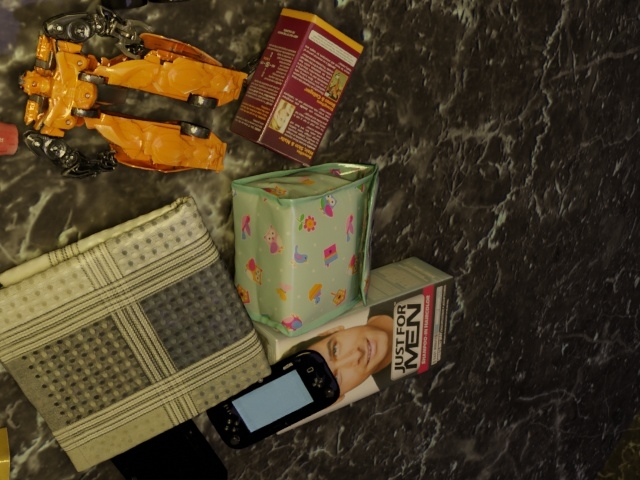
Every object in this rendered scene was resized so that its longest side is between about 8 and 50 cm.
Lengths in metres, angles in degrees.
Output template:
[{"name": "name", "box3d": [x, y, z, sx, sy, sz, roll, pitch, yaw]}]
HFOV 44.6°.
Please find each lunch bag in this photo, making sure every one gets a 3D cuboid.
[{"name": "lunch bag", "box3d": [0.000, 0.000, 1.215, 0.262, 0.160, 0.223, -17, 117, -44]}]

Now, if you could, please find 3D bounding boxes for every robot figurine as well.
[{"name": "robot figurine", "box3d": [-0.241, -0.177, 0.993, 0.291, 0.085, 0.211, 6, 106, -40]}]

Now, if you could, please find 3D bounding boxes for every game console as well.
[{"name": "game console", "box3d": [-0.151, 0.269, 1.198, 0.361, 0.044, 0.213, -27, 117, 2]}]

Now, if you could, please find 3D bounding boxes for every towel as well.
[{"name": "towel", "box3d": [-0.264, 0.133, 1.074, 0.324, 0.056, 0.312, -26, 118, -8]}]

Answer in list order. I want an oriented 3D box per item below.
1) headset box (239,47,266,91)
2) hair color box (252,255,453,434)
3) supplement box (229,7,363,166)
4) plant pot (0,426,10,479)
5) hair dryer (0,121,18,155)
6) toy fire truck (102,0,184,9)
[{"name": "headset box", "box3d": [-0.078, -0.232, 1.129, 0.062, 0.032, 0.083, -45, 132, -13]}, {"name": "hair color box", "box3d": [0.053, 0.172, 1.359, 0.374, 0.114, 0.185, -16, 119, -31]}, {"name": "supplement box", "box3d": [-0.034, -0.213, 1.094, 0.104, 0.081, 0.188, 21, 96, -43]}, {"name": "plant pot", "box3d": [-0.464, 0.310, 1.046, 0.083, 0.081, 0.081, 0, 110, -25]}, {"name": "hair dryer", "box3d": [-0.444, -0.183, 0.836, 0.223, 0.080, 0.293, -48, 131, -12]}, {"name": "toy fire truck", "box3d": [-0.131, -0.346, 0.892, 0.217, 0.246, 0.158, -18, 120, -31]}]
